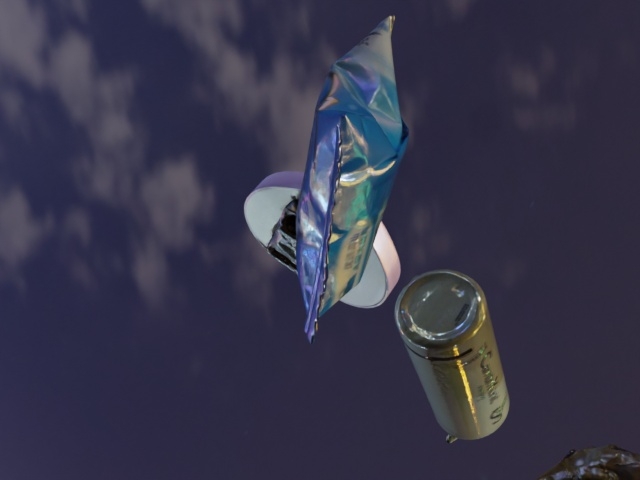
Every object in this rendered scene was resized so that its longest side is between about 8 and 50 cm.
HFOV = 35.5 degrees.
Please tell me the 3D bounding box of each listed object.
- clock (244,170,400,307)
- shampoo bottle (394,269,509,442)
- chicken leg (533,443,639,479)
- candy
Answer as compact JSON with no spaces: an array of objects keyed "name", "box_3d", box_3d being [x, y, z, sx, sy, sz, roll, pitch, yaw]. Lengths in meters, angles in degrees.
[{"name":"clock","box_3d":[0.000,0.000,1.132,0.198,0.064,0.172,35,-32,3]},{"name":"shampoo bottle","box_3d":[0.141,0.131,1.005,0.085,0.085,0.262,1,-34,19]},{"name":"chicken leg","box_3d":[0.226,0.240,0.933,0.198,0.069,0.085,-12,-118,-1]},{"name":"candy","box_3d":[0.015,-0.032,0.398,0.038,0.136,0.088,9,-59,8]}]
